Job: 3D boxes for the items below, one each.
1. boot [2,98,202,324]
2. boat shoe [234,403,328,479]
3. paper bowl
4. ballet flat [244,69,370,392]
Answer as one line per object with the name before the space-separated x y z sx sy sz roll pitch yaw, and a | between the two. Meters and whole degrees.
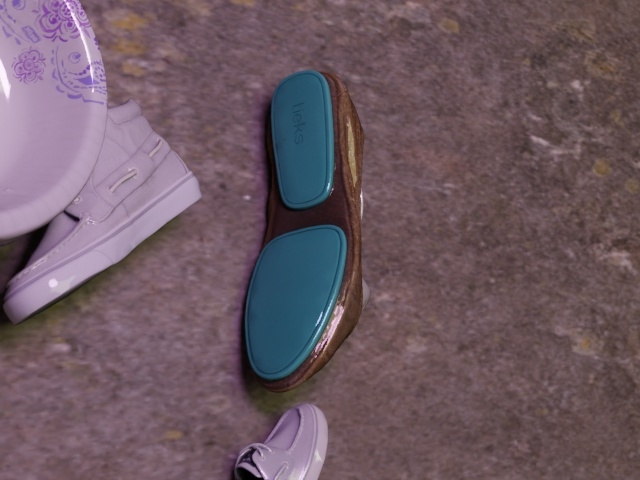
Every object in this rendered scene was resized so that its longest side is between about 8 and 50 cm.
boot | -0.212 -0.032 1.432 0.123 0.095 0.258 55 36 -5
boat shoe | -0.051 0.218 1.507 0.063 0.066 0.184 41 59 -27
paper bowl | -0.321 -0.118 1.305 0.284 0.148 0.284 19 62 -39
ballet flat | 0.000 0.000 1.622 0.124 0.116 0.342 41 43 -52
